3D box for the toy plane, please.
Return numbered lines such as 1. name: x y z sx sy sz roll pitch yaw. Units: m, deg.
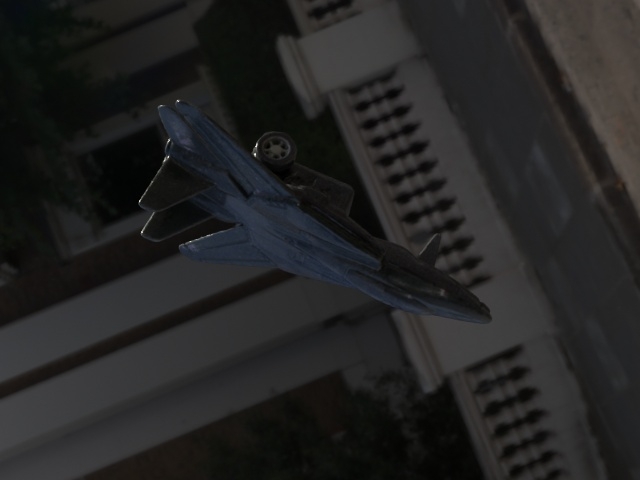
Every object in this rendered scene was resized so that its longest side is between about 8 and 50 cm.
1. toy plane: 0.004 -0.010 0.755 0.212 0.267 0.088 101 -173 -60
